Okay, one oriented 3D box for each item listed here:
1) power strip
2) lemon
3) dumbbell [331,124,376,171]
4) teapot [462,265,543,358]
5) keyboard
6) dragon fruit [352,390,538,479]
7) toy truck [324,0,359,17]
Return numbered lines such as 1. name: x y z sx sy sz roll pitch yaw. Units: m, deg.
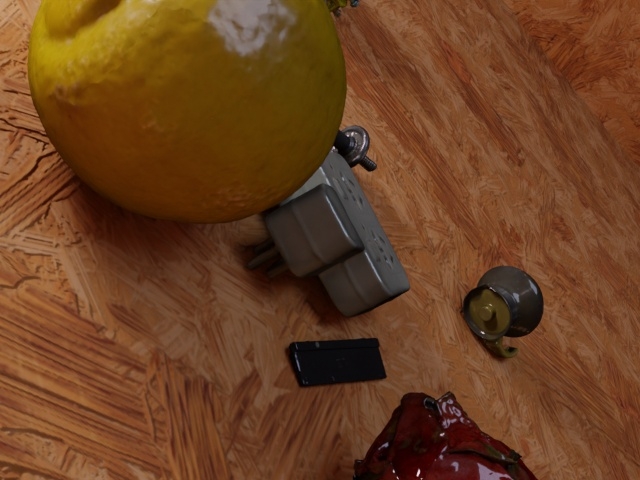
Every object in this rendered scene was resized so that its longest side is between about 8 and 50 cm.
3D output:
1. power strip: 0.000 0.000 1.192 0.229 0.141 0.261 62 16 8
2. lemon: -0.136 -0.178 0.940 0.348 0.348 0.347 36 35 -31
3. dumbbell: 0.013 -0.173 1.379 0.254 0.110 0.110 33 37 -44
4. teapot: 0.318 0.128 1.524 0.119 0.130 0.165 -18 108 -45
5. keyboard: 0.026 0.159 1.154 0.196 0.018 0.060 7 63 -53
6. dragon fruit: 0.137 0.311 0.939 0.244 0.244 0.298 8 72 -53
7. toy truck: 0.027 -0.465 1.673 0.077 0.111 0.076 48 31 -26
